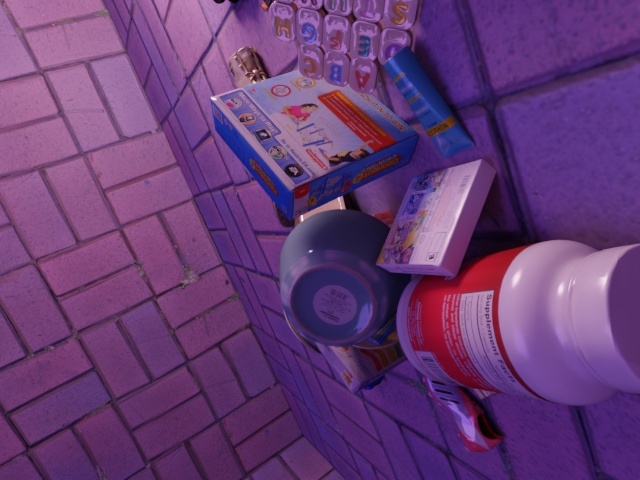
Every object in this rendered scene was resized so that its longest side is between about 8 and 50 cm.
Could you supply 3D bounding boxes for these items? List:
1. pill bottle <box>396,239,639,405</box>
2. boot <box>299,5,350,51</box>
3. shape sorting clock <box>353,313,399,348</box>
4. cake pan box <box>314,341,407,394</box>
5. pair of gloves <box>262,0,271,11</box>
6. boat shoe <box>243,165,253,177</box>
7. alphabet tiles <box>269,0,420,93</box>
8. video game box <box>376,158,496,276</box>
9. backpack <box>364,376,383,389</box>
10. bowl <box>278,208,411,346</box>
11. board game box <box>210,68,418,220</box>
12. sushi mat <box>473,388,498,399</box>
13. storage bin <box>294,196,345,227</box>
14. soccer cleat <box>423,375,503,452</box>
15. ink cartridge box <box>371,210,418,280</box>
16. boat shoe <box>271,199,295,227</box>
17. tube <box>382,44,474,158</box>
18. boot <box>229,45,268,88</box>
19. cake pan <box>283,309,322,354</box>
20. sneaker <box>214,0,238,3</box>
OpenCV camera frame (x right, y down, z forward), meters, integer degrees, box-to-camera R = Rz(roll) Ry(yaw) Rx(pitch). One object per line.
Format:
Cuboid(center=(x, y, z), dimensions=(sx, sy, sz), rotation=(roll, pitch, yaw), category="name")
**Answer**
Cuboid(center=(0.314, 0.126, 0.666), dimensions=(0.228, 0.229, 0.408), rotation=(63, 156, 1), category="pill bottle")
Cuboid(center=(0.015, -0.418, 0.845), dimensions=(0.099, 0.121, 0.045), rotation=(66, 162, 4), category="boot")
Cuboid(center=(0.130, 0.199, 1.092), dimensions=(0.206, 0.206, 0.040), rotation=(39, 144, 43), category="shape sorting clock")
Cuboid(center=(0.110, 0.256, 1.196), dimensions=(0.266, 0.246, 0.070), rotation=(50, 140, 30), category="cake pan box")
Cuboid(center=(-0.147, -0.634, 1.077), dimensions=(0.083, 0.010, 0.074), rotation=(63, 156, -2), category="pair of gloves")
Cuboid(center=(-0.244, -0.335, 1.503), dimensions=(0.094, 0.109, 0.302), rotation=(89, 157, -73), category="boat shoe")
Cuboid(center=(0.033, -0.409, 0.770), dimensions=(0.285, 0.021, 0.277), rotation=(21, 141, 15), category="alphabet tiles")
Cuboid(center=(0.203, -0.036, 0.777), dimensions=(0.048, 0.205, 0.187), rotation=(31, 166, -23), category="video game box")
Cuboid(center=(0.152, 0.476, 1.498), dimensions=(0.101, 0.120, 0.098), rotation=(59, 155, 8), category="backpack")
Cuboid(center=(0.037, 0.101, 0.917), dimensions=(0.163, 0.312, 0.311), rotation=(-56, -53, -68), category="bowl")
Cuboid(center=(-0.018, -0.225, 0.881), dimensions=(0.308, 0.302, 0.086), rotation=(51, 154, 27), category="board game box")
Cuboid(center=(0.319, 0.238, 1.036), dimensions=(0.316, 0.019, 0.151), rotation=(53, 154, 22), category="sushi mat")
Cuboid(center=(0.000, 0.000, 1.172), dimensions=(0.260, 0.123, 0.262), rotation=(92, 171, -49), category="storage bin")
Cuboid(center=(0.358, 0.415, 1.091), dimensions=(0.095, 0.083, 0.247), rotation=(-44, 67, 35), category="soccer cleat")
Cuboid(center=(0.172, 0.041, 1.025), dimensions=(0.198, 0.067, 0.115), rotation=(54, 134, 18), category="ink cartridge box")
Cuboid(center=(-0.110, -0.214, 1.330), dimensions=(0.130, 0.133, 0.354), rotation=(-133, 35, -53), category="boat shoe")
Cuboid(center=(0.190, -0.241, 0.755), dimensions=(0.207, 0.052, 0.080), rotation=(53, 164, -9), category="tube")
Cuboid(center=(-0.177, -0.461, 1.223), dimensions=(0.203, 0.095, 0.262), rotation=(68, 160, -8), category="boot")
Cuboid(center=(0.024, 0.219, 1.327), dimensions=(0.293, 0.293, 0.054), rotation=(54, 129, 19), category="cake pan")
Cuboid(center=(-0.259, -0.691, 1.175), dimensions=(0.188, 0.067, 0.078), rotation=(14, 121, 56), category="sneaker")
